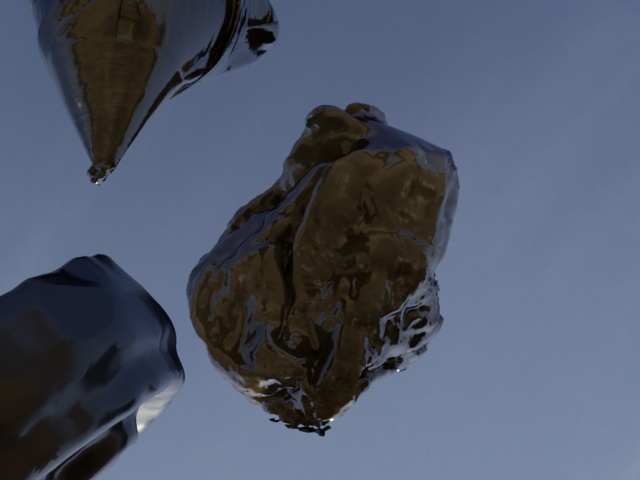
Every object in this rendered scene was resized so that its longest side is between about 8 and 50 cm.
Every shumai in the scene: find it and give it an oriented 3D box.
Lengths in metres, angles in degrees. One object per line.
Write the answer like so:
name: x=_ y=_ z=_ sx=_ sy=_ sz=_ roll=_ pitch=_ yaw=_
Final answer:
shumai: x=-0.003 y=-0.001 z=1.313 sx=0.184 sy=0.218 sz=0.185 roll=12 pitch=-64 yaw=26

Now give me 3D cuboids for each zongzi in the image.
zongzi: x=-0.091 y=-0.111 z=1.177 sx=0.112 sy=0.242 sz=0.221 roll=-30 pitch=-31 yaw=23

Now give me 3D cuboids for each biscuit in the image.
biscuit: x=-0.226 y=0.163 z=0.879 sx=0.407 sy=0.407 sz=0.091 roll=-41 pitch=-96 yaw=4
